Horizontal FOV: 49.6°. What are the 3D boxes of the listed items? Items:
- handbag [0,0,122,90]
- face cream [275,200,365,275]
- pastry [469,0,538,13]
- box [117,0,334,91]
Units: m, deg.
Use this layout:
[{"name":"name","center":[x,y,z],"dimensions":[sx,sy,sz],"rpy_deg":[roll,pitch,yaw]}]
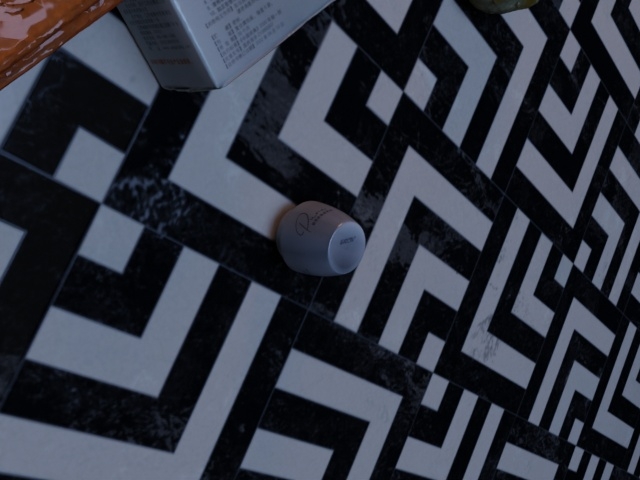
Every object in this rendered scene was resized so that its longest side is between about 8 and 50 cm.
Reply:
[{"name":"handbag","center":[-0.304,-0.217,0.415],"dimensions":[0.410,0.116,0.303],"rpy_deg":[-40,125,-11]},{"name":"face cream","center":[0.000,0.000,0.849],"dimensions":[0.091,0.095,0.091],"rpy_deg":[-14,111,-41]},{"name":"pastry","center":[0.268,-0.430,1.001],"dimensions":[0.182,0.093,0.193],"rpy_deg":[-28,120,-33]},{"name":"box","center":[-0.122,-0.319,0.644],"dimensions":[0.200,0.106,0.299],"rpy_deg":[-46,126,-26]}]
